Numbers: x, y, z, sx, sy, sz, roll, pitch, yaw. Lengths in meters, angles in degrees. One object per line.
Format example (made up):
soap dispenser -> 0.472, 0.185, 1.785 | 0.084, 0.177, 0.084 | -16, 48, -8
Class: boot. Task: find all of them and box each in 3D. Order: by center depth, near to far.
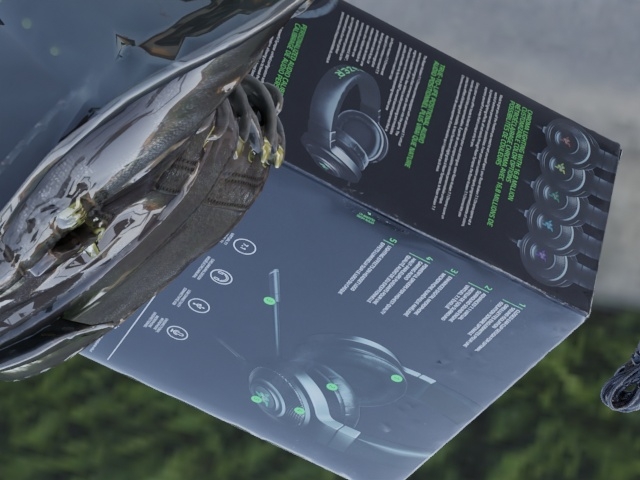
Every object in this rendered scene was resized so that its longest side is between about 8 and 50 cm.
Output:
boot -> -0.051, -0.046, 0.530 | 0.091, 0.263, 0.229 | 52, -171, 10

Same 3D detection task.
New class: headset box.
headset box -> 0.000, 0.000, 1.073 | 0.283, 0.131, 0.246 | 26, 141, -10

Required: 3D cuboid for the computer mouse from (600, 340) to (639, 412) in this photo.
computer mouse -> 0.282, 0.125, 1.231 | 0.193, 0.106, 0.042 | 44, -158, 24
